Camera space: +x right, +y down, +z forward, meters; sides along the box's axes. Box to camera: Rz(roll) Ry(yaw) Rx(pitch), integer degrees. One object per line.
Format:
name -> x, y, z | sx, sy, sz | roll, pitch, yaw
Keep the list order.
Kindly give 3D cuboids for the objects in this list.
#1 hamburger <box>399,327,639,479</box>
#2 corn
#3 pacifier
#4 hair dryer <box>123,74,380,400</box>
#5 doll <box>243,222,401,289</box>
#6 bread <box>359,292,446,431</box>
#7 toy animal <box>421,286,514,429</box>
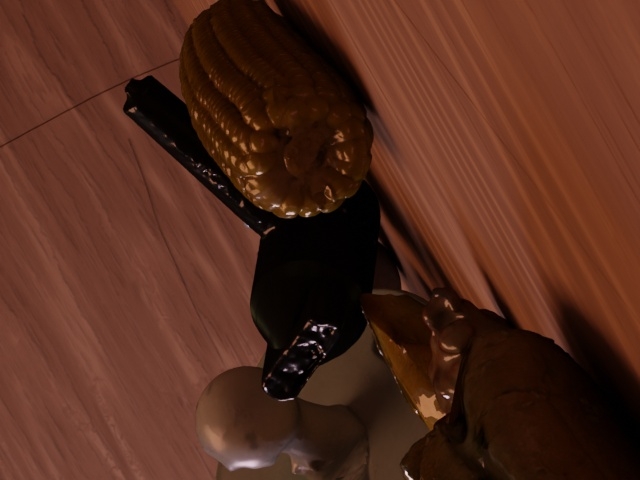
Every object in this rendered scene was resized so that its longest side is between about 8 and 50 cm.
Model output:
hamburger -> 0.138, 0.166, 1.071 | 0.211, 0.132, 0.309 | 59, 177, 31
corn -> -0.049, -0.121, 1.527 | 0.131, 0.131, 0.344 | 61, 178, -24
pacifier -> -0.021, 0.181, 1.762 | 0.269, 0.343, 0.288 | 27, -166, -47
hair dryer -> -0.074, -0.020, 1.641 | 0.302, 0.116, 0.244 | 40, -153, -18
doll -> 0.000, 0.000, 1.911 | 0.151, 0.151, 0.287 | 57, 170, 44
bread -> 0.127, 0.140, 1.557 | 0.161, 0.088, 0.233 | 56, 178, -41
toy animal -> 0.164, 0.172, 1.307 | 0.312, 0.097, 0.157 | 58, -170, -11
